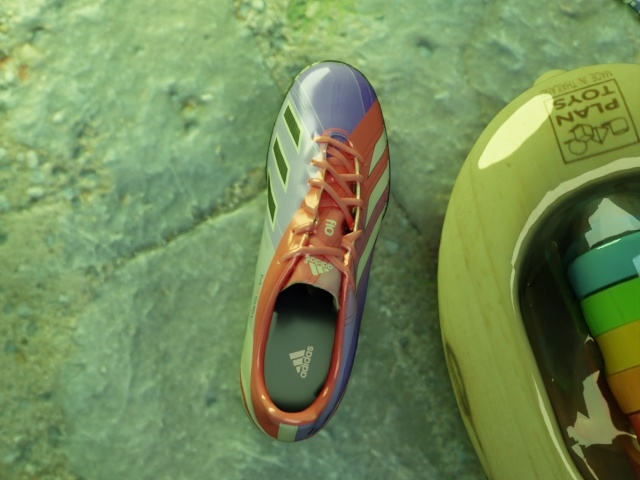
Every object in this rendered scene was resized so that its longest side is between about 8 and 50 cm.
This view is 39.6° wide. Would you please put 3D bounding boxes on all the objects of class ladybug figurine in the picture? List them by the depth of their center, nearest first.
[{"bbox_3d":[0.252,0.077,0.671,0.305,0.162,0.449,-16,74,11],"label":"ladybug figurine"}]

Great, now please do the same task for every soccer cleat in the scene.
[{"bbox_3d":[0.000,0.000,0.704,0.109,0.116,0.318,10,81,-4],"label":"soccer cleat"}]

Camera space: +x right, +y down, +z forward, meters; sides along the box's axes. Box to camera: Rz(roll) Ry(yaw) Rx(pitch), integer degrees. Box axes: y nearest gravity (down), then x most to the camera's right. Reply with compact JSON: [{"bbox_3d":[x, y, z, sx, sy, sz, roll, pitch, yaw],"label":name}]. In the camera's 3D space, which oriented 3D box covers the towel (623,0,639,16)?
[{"bbox_3d":[0.409,-0.254,0.832,0.243,0.040,0.336,-43,86,-8],"label":"towel"}]
